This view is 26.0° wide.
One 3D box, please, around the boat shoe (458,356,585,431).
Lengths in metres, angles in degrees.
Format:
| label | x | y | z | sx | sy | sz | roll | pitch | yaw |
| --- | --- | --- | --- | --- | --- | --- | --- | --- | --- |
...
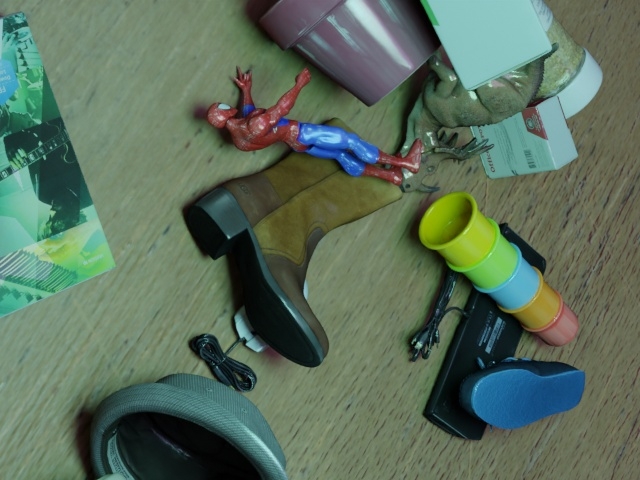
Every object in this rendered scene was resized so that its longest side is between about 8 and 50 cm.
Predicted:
| label | x | y | z | sx | sy | sz | roll | pitch | yaw |
| --- | --- | --- | --- | --- | --- | --- | --- | --- | --- |
| boat shoe | 0.276 | 0.219 | 1.994 | 0.258 | 0.089 | 0.109 | 9 | 98 | -46 |

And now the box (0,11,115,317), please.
| label | x | y | z | sx | sy | sz | roll | pitch | yaw |
| --- | --- | --- | --- | --- | --- | --- | --- | --- | --- |
| box | -0.389 | -0.074 | 1.568 | 0.232 | 0.058 | 0.322 | -26 | 103 | -34 |

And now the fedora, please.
| label | x | y | z | sx | sy | sz | roll | pitch | yaw |
| --- | --- | --- | --- | --- | --- | --- | --- | --- | --- |
| fedora | -0.136 | 0.259 | 1.649 | 0.275 | 0.244 | 0.124 | 27 | 34 | 6 |

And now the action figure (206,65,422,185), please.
| label | x | y | z | sx | sy | sz | roll | pitch | yaw |
| --- | --- | --- | --- | --- | --- | --- | --- | --- | --- |
| action figure | -0.012 | -0.164 | 1.783 | 0.280 | 0.091 | 0.139 | 9 | 69 | -22 |

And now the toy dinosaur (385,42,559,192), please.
| label | x | y | z | sx | sy | sz | roll | pitch | yaw |
| --- | --- | --- | --- | --- | --- | --- | --- | --- | --- |
| toy dinosaur | 0.217 | -0.194 | 1.917 | 0.200 | 0.295 | 0.127 | 63 | 28 | -18 |

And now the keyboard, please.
| label | x | y | z | sx | sy | sz | roll | pitch | yaw |
| --- | --- | --- | --- | --- | --- | --- | --- | --- | --- |
| keyboard | 0.220 | 0.119 | 2.016 | 0.201 | 0.033 | 0.317 | 38 | 66 | -35 |

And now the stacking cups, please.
| label | x | y | z | sx | sy | sz | roll | pitch | yaw |
| --- | --- | --- | --- | --- | --- | --- | --- | --- | --- |
| stacking cups | 0.261 | 0.056 | 1.984 | 0.316 | 0.096 | 0.096 | 44 | 64 | -38 |

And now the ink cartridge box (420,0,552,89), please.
| label | x | y | z | sx | sy | sz | roll | pitch | yaw |
| --- | --- | --- | --- | --- | --- | --- | --- | --- | --- |
| ink cartridge box | 0.175 | -0.354 | 1.752 | 0.121 | 0.289 | 0.211 | -26 | 119 | 11 |

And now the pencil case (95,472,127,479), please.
| label | x | y | z | sx | sy | sz | roll | pitch | yaw |
| --- | --- | --- | --- | --- | --- | --- | --- | --- | --- |
| pencil case | -0.169 | 0.452 | 1.560 | 0.410 | 0.160 | 0.183 | 47 | 30 | 3 |

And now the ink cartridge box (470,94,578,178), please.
| label | x | y | z | sx | sy | sz | roll | pitch | yaw |
| --- | --- | --- | --- | --- | --- | --- | --- | --- | --- |
| ink cartridge box | 0.295 | -0.150 | 2.019 | 0.056 | 0.135 | 0.099 | -30 | 105 | -36 |

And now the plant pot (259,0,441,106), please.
| label | x | y | z | sx | sy | sz | roll | pitch | yaw |
| --- | --- | --- | --- | --- | --- | --- | --- | --- | --- |
| plant pot | 0.052 | -0.281 | 1.785 | 0.180 | 0.201 | 0.201 | 48 | 61 | -6 |

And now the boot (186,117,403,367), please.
| label | x | y | z | sx | sy | sz | roll | pitch | yaw |
| --- | --- | --- | --- | --- | --- | --- | --- | --- | --- |
| boot | 0.000 | 0.000 | 1.807 | 0.280 | 0.096 | 0.264 | -32 | 77 | -36 |

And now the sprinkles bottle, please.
| label | x | y | z | sx | sy | sz | roll | pitch | yaw |
| --- | --- | --- | --- | --- | --- | --- | --- | --- | --- |
| sprinkles bottle | 0.265 | -0.329 | 2.015 | 0.355 | 0.121 | 0.121 | 44 | 64 | -25 |

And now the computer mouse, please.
| label | x | y | z | sx | sy | sz | roll | pitch | yaw |
| --- | --- | --- | --- | --- | --- | --- | --- | --- | --- |
| computer mouse | -0.075 | 0.103 | 1.795 | 0.193 | 0.042 | 0.106 | -50 | 114 | -27 |
